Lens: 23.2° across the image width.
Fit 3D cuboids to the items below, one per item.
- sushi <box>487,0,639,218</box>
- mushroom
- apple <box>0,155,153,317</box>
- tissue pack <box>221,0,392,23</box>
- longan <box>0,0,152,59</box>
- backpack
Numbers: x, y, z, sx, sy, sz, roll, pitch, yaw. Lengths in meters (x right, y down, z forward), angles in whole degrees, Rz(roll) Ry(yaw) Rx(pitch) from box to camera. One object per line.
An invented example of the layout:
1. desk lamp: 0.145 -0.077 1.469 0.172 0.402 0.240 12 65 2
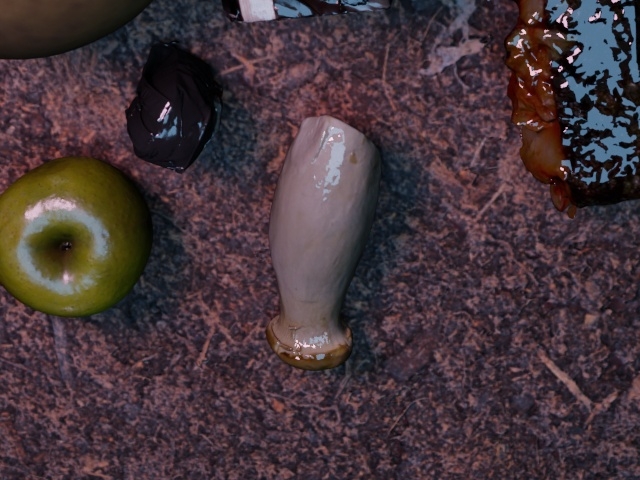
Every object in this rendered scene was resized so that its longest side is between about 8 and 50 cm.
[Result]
1. sushi: 0.307 -0.186 1.763 0.181 0.196 0.343 -2 109 21
2. mushroom: 0.000 0.000 1.858 0.128 0.128 0.350 4 120 -2
3. apple: -0.293 -0.006 1.842 0.196 0.157 0.196 0 112 0
4. tissue pack: -0.036 -0.421 1.640 0.198 0.210 0.370 -8 114 0
5. longan: -0.307 -0.357 1.603 0.360 0.361 0.361 0 113 0
6. backpack: -0.165 -0.142 1.784 0.105 0.165 0.120 22 116 -20
